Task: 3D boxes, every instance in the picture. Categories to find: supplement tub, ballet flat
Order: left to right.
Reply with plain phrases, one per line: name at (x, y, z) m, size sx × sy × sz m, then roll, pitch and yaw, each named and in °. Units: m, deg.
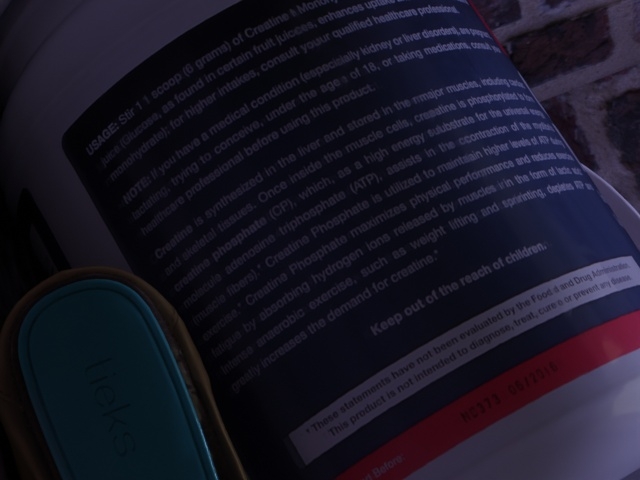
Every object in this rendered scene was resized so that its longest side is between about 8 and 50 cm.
ballet flat at (-0.034, 0.118, 0.494) m, size 0.073 × 0.080 × 0.232 m, roll 104°, pitch -31°, yaw -67°
supplement tub at (0.000, 0.000, 0.620) m, size 0.272 × 0.191 × 0.191 m, roll 59°, pitch -1°, yaw 16°

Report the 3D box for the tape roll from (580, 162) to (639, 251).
tape roll at (0.050, 0.073, 0.803) m, size 0.169 × 0.246 × 0.246 m, roll 52°, pitch 17°, yaw -83°
